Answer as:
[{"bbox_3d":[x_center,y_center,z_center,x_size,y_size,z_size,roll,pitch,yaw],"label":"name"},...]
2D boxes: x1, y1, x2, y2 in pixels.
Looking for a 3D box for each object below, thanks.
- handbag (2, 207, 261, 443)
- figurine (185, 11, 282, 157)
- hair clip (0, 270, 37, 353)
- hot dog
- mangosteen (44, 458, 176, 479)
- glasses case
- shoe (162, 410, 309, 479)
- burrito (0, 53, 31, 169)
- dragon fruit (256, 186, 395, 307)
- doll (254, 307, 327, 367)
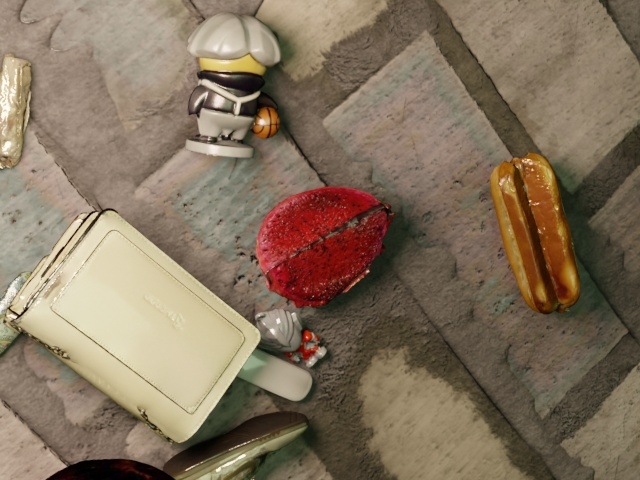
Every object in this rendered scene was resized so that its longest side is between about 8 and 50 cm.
[{"bbox_3d":[-0.310,0.144,1.873,0.358,0.160,0.236,42,67,-22],"label":"handbag"},{"bbox_3d":[-0.142,-0.261,1.900,0.176,0.133,0.236,1,101,-32],"label":"figurine"},{"bbox_3d":[-0.525,0.149,1.852,0.066,0.036,0.229,39,82,-27],"label":"hair clip"},{"bbox_3d":[0.418,-0.004,2.199,0.135,0.100,0.337,-22,105,-10],"label":"hot dog"},{"bbox_3d":[-0.319,0.558,1.836,0.435,0.382,0.382,33,85,-36],"label":"mangosteen"},{"bbox_3d":[-0.089,0.240,2.050,0.164,0.041,0.063,26,89,-25],"label":"glasses case"},{"bbox_3d":[-0.141,0.388,2.024,0.275,0.103,0.098,-23,108,-12],"label":"shoe"},{"bbox_3d":[-0.494,-0.202,1.806,0.058,0.045,0.188,11,97,1],"label":"burrito"},{"bbox_3d":[0.000,0.000,2.000,0.262,0.163,0.189,-28,74,-13],"label":"dragon fruit"},{"bbox_3d":[-0.059,0.174,2.039,0.094,0.079,0.180,-41,128,13],"label":"doll"}]
